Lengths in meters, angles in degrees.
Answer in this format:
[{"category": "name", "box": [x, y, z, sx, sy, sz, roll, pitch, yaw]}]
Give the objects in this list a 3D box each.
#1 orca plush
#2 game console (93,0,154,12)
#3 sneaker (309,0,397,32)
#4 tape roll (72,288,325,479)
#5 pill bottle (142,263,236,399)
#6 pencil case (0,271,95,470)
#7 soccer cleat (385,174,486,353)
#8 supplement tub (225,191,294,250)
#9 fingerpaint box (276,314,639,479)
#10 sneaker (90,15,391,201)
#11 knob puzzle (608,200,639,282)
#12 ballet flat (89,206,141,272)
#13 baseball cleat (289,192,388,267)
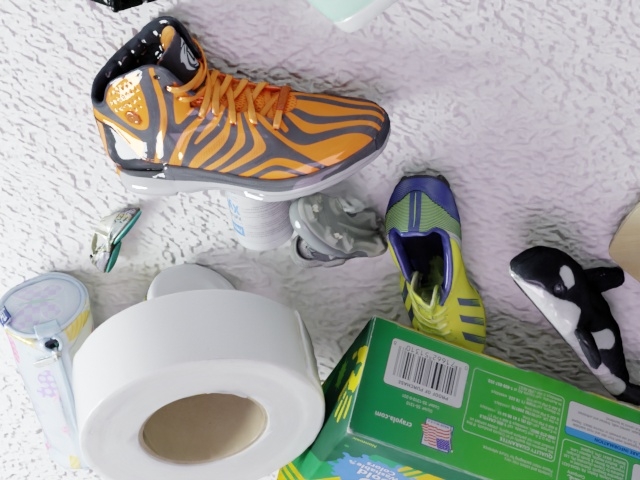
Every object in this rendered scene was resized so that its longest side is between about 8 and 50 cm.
[{"category": "orca plush", "box": [0.319, 0.084, 1.753, 0.102, 0.151, 0.287, -41, 116, 3]}, {"category": "game console", "box": [-0.210, -0.300, 1.562, 0.107, 0.071, 0.122, -19, 134, -12]}, {"category": "sneaker", "box": [0.050, -0.305, 1.439, 0.151, 0.094, 0.256, 32, 133, -26]}, {"category": "tape roll", "box": [-0.139, 0.178, 1.778, 0.286, 0.100, 0.286, -8, 141, -7]}, {"category": "pill bottle", "box": [-0.179, 0.136, 1.892, 0.119, 0.119, 0.208, 21, 133, -7]}, {"category": "pencil case", "box": [-0.319, 0.168, 1.950, 0.113, 0.124, 0.273, -26, 137, -18]}, {"category": "soccer cleat", "box": [0.126, 0.056, 1.749, 0.093, 0.121, 0.289, -4, 132, 15]}, {"category": "supplement tub", "box": [-0.070, -0.049, 1.727, 0.071, 0.071, 0.107, 0, 132, 12]}, {"category": "fingerpaint box", "box": [0.197, 0.302, 1.881, 0.445, 0.163, 0.371, 20, 149, -8]}, {"category": "sneaker", "box": [-0.096, -0.141, 1.610, 0.321, 0.124, 0.180, -5, 132, 17]}, {"category": "knob puzzle", "box": [0.413, -0.003, 1.696, 0.213, 0.030, 0.213, 6, 134, 6]}, {"category": "ballet flat", "box": [-0.248, -0.006, 1.829, 0.041, 0.041, 0.114, 24, 132, -10]}, {"category": "baseball cleat", "box": [0.000, 0.000, 1.698, 0.109, 0.072, 0.206, -21, 161, 24]}]
